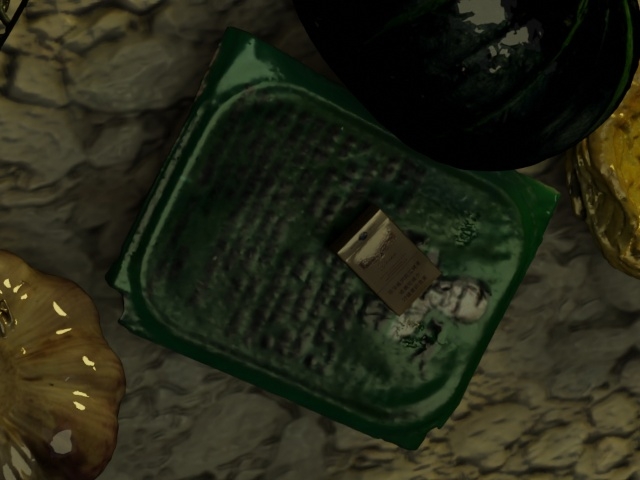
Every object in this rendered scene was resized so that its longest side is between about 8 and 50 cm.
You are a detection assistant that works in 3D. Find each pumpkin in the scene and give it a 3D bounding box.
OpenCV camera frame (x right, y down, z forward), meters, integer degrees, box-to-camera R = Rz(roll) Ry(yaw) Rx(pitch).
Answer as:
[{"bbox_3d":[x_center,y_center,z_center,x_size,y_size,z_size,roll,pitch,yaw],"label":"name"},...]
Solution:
[{"bbox_3d":[0.130,-0.207,1.514,0.238,0.315,0.315,-32,114,27],"label":"pumpkin"}]

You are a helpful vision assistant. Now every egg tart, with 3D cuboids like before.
[{"bbox_3d":[0.320,-0.077,1.712,0.241,0.106,0.241,-4,102,-19],"label":"egg tart"}]

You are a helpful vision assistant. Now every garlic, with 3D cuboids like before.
[{"bbox_3d":[-0.277,0.126,1.547,0.245,0.160,0.245,0,78,-1],"label":"garlic"}]

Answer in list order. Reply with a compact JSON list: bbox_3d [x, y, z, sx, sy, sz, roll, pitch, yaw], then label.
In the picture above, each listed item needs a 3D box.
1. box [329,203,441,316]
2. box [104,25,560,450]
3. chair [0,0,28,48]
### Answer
[{"bbox_3d":[0.054,0.016,1.582,0.053,0.024,0.083,-45,110,-3],"label":"box"},{"bbox_3d":[0.000,0.000,1.631,0.336,0.106,0.264,26,95,-22],"label":"box"},{"bbox_3d":[-0.299,-0.215,1.490,0.140,0.221,0.145,5,59,-18],"label":"chair"}]
